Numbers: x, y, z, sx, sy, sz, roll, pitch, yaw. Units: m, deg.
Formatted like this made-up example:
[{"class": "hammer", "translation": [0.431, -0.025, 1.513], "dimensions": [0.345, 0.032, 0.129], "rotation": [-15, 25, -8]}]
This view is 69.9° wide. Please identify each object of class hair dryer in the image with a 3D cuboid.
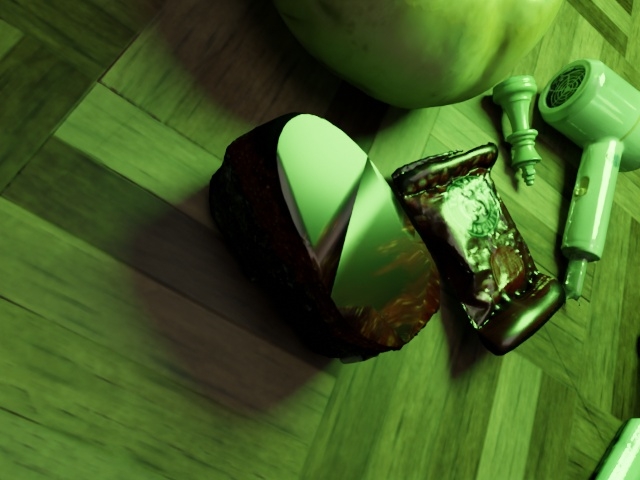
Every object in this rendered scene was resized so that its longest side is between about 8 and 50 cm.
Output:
[{"class": "hair dryer", "translation": [0.385, -0.075, 0.654], "dimensions": [0.172, 0.107, 0.358], "rotation": [25, 72, -16]}]

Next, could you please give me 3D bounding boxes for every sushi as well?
[{"class": "sushi", "translation": [0.000, 0.000, 0.415], "dimensions": [0.136, 0.126, 0.225], "rotation": [-40, 101, -31]}]

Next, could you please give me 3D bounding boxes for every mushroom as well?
[{"class": "mushroom", "translation": [0.120, -0.333, 0.482], "dimensions": [0.325, 0.352, 0.354], "rotation": [4, 71, -58]}]

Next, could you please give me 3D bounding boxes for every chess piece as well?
[{"class": "chess piece", "translation": [0.282, -0.150, 0.638], "dimensions": [0.059, 0.059, 0.149], "rotation": [-4, 82, -28]}]

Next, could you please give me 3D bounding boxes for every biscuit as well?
[{"class": "biscuit", "translation": [0.193, -0.001, 0.544], "dimensions": [0.151, 0.063, 0.236], "rotation": [-21, 84, -31]}]

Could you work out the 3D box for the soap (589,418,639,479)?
[{"class": "soap", "translation": [0.386, 0.340, 0.531], "dimensions": [0.261, 0.094, 0.150], "rotation": [-32, 92, -31]}]
